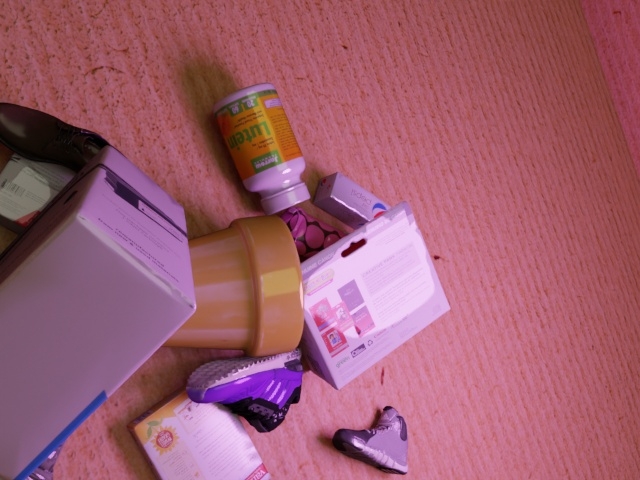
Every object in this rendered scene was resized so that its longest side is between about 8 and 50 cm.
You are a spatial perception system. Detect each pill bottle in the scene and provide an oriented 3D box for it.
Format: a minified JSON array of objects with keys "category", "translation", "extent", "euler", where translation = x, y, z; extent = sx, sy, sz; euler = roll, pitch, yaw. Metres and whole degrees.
[{"category":"pill bottle","translation":[-0.113,-0.182,1.180],"extent":[0.136,0.136,0.246],"euler":[-26,96,-37]}]

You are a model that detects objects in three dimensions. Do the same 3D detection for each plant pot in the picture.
[{"category":"plant pot","translation":[-0.180,0.090,1.024],"extent":[0.238,0.254,0.254],"euler":[-6,84,-20]}]

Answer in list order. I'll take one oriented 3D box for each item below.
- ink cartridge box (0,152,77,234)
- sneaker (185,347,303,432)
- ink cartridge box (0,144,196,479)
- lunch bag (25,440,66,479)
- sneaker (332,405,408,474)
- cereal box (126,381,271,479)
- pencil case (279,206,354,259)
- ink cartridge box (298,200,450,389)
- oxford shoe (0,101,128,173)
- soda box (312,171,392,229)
[{"category":"ink cartridge box","translation":[-0.467,-0.087,0.946],"extent":[0.109,0.063,0.151],"euler":[34,61,-27]},{"category":"sneaker","translation":[-0.119,0.285,1.057],"extent":[0.293,0.102,0.146],"euler":[0,84,-57]},{"category":"ink cartridge box","translation":[-0.326,0.057,0.754],"extent":[0.285,0.395,0.166],"euler":[-45,114,2]},{"category":"lunch bag","translation":[-0.498,0.240,0.776],"extent":[0.305,0.212,0.256],"euler":[42,41,-24]},{"category":"sneaker","translation":[0.118,0.418,1.266],"extent":[0.228,0.086,0.132],"euler":[39,55,-35]},{"category":"cereal box","translation":[-0.214,0.384,1.042],"extent":[0.173,0.047,0.240],"euler":[-31,100,-36]},{"category":"pencil case","translation":[0.000,0.000,1.255],"extent":[0.209,0.095,0.098],"euler":[25,101,-32]},{"category":"ink cartridge box","translation":[0.079,0.097,1.192],"extent":[0.309,0.130,0.272],"euler":[-30,110,-20]},{"category":"oxford shoe","translation":[-0.404,-0.160,0.910],"extent":[0.227,0.096,0.083],"euler":[23,67,-29]},{"category":"soda box","translation":[0.091,-0.072,1.345],"extent":[0.216,0.073,0.069],"euler":[29,64,-28]}]
